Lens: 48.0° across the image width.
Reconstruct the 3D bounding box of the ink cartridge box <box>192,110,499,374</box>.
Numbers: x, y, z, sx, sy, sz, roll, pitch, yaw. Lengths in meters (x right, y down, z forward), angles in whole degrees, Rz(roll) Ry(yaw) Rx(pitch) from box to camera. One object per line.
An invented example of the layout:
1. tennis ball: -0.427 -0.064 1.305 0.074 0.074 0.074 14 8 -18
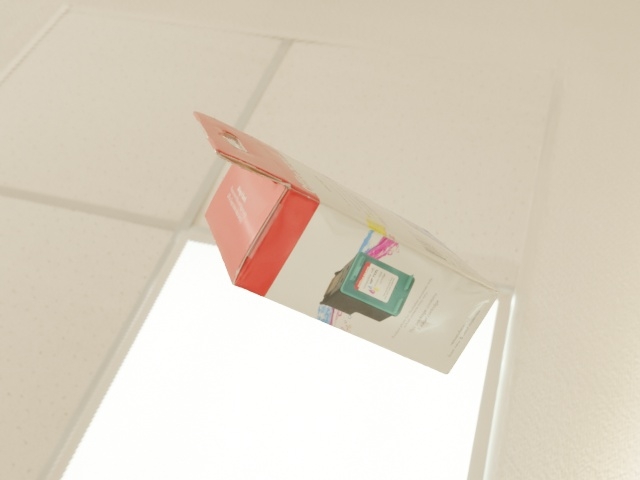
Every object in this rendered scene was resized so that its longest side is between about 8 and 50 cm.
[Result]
1. ink cartridge box: 0.000 0.000 0.528 0.231 0.078 0.134 26 -168 -24
